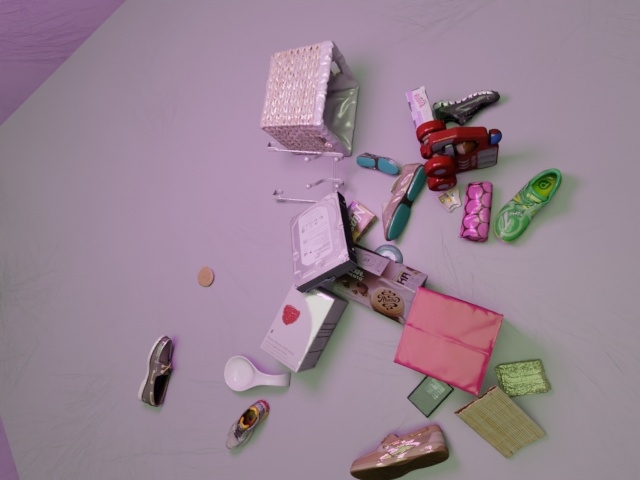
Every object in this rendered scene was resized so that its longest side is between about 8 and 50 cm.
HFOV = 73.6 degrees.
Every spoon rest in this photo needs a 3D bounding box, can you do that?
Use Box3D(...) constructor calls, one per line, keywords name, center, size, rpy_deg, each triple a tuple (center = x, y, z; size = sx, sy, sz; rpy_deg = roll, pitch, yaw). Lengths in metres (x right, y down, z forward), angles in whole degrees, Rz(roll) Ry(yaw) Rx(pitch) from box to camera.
Box3D(name="spoon rest", center=(-0.260, 0.529, 1.679), size=(0.277, 0.084, 0.137), rpy_deg=(1, 81, 20))

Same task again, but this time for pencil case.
Box3D(name="pencil case", center=(0.543, -0.102, 1.495), size=(0.098, 0.095, 0.209), rpy_deg=(4, 79, 37))

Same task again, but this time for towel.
Box3D(name="towel", center=(0.654, 0.446, 1.387), size=(0.148, 0.027, 0.109), rpy_deg=(-17, 74, 18))

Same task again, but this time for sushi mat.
Box3D(name="sushi mat", center=(0.549, 0.555, 1.293), size=(0.151, 0.316, 0.019), rpy_deg=(-42, 25, 12))

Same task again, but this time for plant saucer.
Box3D(name="plant saucer", center=(0.248, 0.072, 1.606), size=(0.120, 0.021, 0.119), rpy_deg=(-3, 80, 20))

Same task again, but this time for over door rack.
Box3D(name="over door rack", center=(-0.068, -0.237, 1.669), size=(0.325, 0.108, 0.239), rpy_deg=(13, 126, 21))

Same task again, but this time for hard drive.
Box3D(name="hard drive", center=(0.378, 0.528, 1.476), size=(0.094, 0.022, 0.135), rpy_deg=(42, 96, 21))
Box3D(name="hard drive", center=(0.000, 0.000, 1.538), size=(0.237, 0.064, 0.338), rpy_deg=(-30, 45, 25))

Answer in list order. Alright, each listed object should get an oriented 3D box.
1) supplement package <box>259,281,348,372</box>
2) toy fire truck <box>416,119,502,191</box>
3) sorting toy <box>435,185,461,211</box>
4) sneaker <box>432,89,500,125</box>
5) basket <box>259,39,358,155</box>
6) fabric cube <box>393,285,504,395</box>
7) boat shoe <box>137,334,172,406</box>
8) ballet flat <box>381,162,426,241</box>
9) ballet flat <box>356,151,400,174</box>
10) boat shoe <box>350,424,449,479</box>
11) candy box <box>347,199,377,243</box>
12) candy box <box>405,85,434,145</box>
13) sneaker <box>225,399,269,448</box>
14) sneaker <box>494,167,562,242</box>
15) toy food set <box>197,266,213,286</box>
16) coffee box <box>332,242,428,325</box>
Box3D(name="supplement package", center=(-0.058, 0.311, 1.592), size=(0.178, 0.175, 0.292), rpy_deg=(27, 90, 23))
Box3D(name="toy fire truck", center=(0.469, -0.301, 1.437), size=(0.254, 0.302, 0.169), rpy_deg=(-13, 71, 15))
Box3D(name="sorting toy", center=(0.470, -0.147, 1.555), size=(0.083, 0.045, 0.075), rpy_deg=(-29, 84, 2))
Box3D(name="sneaker", center=(0.537, -0.477, 1.572), size=(0.235, 0.078, 0.106), rpy_deg=(-8, 81, 23))
Box3D(name="basket", center=(-0.032, -0.530, 1.655), size=(0.267, 0.328, 0.330), rpy_deg=(5, 83, 23))
Box3D(name="fabric cube", center=(0.413, 0.313, 1.379), size=(0.259, 0.254, 0.258), rpy_deg=(18, 86, 20))
Box3D(name="boat shoe", center=(-0.682, 0.554, 1.819), size=(0.091, 0.109, 0.304), rpy_deg=(18, 93, 22))
Box3D(name="ballet flat", center=(0.293, -0.147, 1.599), size=(0.106, 0.108, 0.315), rpy_deg=(24, 84, 42))
Box3D(name="ballet flat", center=(0.231, -0.305, 1.655), size=(0.189, 0.070, 0.070), rpy_deg=(22, 89, 27))
Box3D(name="boat shoe", center=(0.259, 0.721, 1.449), size=(0.342, 0.121, 0.110), rpy_deg=(-22, 37, 12))
Box3D(name="candy box", center=(0.119, -0.052, 1.659), size=(0.109, 0.053, 0.186), rpy_deg=(41, 97, 22))
Box3D(name="candy box", center=(0.376, -0.435, 1.555), size=(0.070, 0.196, 0.164), rpy_deg=(-15, 75, 17))
Box3D(name="sneaker", center=(-0.299, 0.713, 1.654), size=(0.088, 0.093, 0.225), rpy_deg=(38, 95, 22))
Box3D(name="sneaker", center=(0.685, -0.126, 1.425), size=(0.109, 0.123, 0.295), rpy_deg=(38, 95, 21))
Box3D(name="toy food set", center=(-0.502, 0.160, 1.867), size=(0.083, 0.020, 0.082), rpy_deg=(29, 91, 22))
Box3D(name="coffee box", center=(0.205, 0.151, 1.517), size=(0.297, 0.119, 0.168), rpy_deg=(25, 129, 22))
